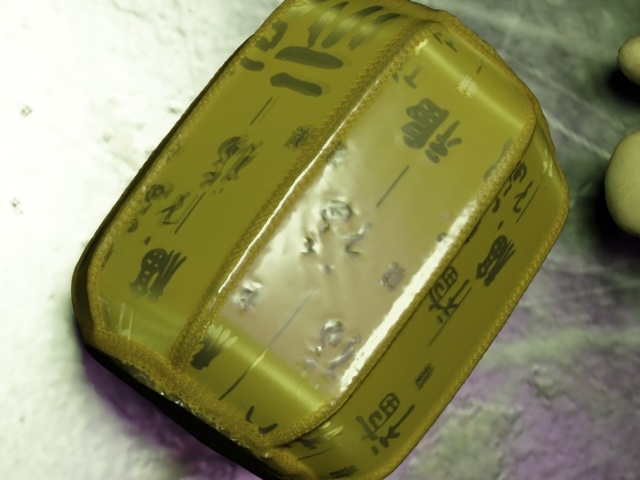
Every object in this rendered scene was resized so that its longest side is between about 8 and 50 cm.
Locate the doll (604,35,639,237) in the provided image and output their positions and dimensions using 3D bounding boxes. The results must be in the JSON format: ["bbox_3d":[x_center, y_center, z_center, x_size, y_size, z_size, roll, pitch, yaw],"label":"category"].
[{"bbox_3d":[0.234,-0.108,0.713,0.196,0.152,0.255,15,87,9],"label":"doll"}]

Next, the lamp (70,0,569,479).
[{"bbox_3d":[0.000,0.000,0.648,0.161,0.161,0.185,40,78,-8],"label":"lamp"}]
